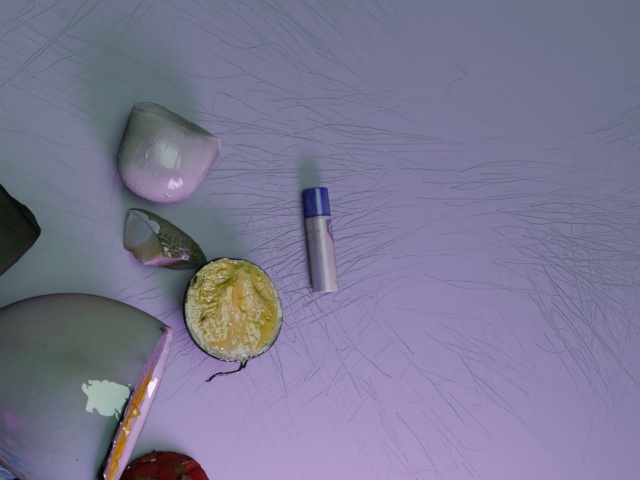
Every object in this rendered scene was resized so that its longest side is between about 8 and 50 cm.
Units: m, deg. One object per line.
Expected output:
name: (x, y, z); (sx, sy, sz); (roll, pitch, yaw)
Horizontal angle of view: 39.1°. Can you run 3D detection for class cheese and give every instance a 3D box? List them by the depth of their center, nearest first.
cheese: (-0.312, -0.168, 1.817); (0.198, 0.154, 0.189); (26, 79, -20)

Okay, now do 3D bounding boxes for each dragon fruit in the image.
dragon fruit: (-0.290, 0.525, 1.736); (0.218, 0.148, 0.223); (39, 70, -16)

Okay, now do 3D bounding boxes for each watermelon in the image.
watermelon: (-0.187, 0.151, 1.844); (0.204, 0.127, 0.232); (-17, 89, -26)

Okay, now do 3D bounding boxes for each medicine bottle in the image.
medicine bottle: (0.000, 0.000, 1.987); (0.059, 0.059, 0.230); (-4, 85, -25)

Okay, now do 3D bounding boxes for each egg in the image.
egg: (-0.475, 0.252, 1.598); (0.340, 0.354, 0.354); (21, 74, 0)

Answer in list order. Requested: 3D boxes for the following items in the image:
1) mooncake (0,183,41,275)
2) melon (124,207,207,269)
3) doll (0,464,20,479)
mooncake: (-0.664, 0.027, 1.519); (0.356, 0.356, 0.194); (-43, 106, -23)
melon: (-0.312, 0.020, 1.819); (0.202, 0.139, 0.093); (33, 93, -20)
doll: (-0.529, 0.431, 1.679); (0.180, 0.075, 0.120); (29, 69, -19)
